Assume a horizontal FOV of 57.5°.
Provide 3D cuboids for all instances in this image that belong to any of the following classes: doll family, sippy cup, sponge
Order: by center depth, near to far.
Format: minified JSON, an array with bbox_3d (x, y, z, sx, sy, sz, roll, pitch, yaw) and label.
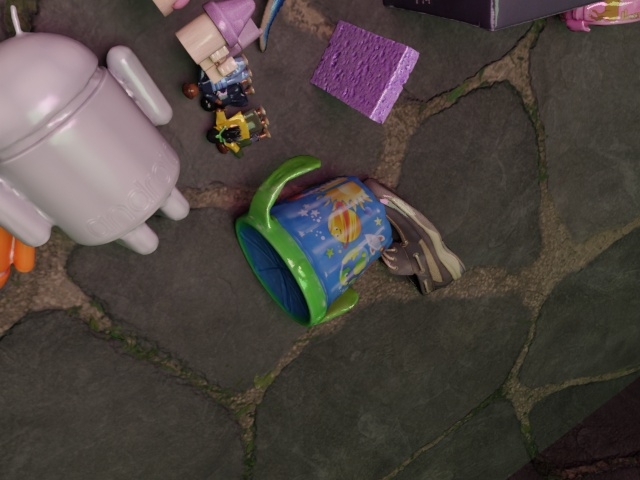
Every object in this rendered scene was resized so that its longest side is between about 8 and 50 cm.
[{"bbox_3d":[0.064,-0.274,0.934,0.031,0.210,0.117,17,108,-36],"label":"sponge"},{"bbox_3d":[-0.153,-0.213,0.946,0.111,0.076,0.192,-24,121,-9],"label":"doll family"},{"bbox_3d":[0.000,0.000,1.064,0.224,0.240,0.305,-35,167,-20],"label":"sippy cup"}]

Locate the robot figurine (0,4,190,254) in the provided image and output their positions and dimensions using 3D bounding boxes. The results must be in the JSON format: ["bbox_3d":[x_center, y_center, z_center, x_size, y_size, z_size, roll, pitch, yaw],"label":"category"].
[{"bbox_3d":[-0.337,-0.133,0.808,0.299,0.200,0.353,-55,132,-22],"label":"robot figurine"}]

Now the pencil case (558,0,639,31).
[{"bbox_3d":[0.533,-0.581,1.044,0.167,0.160,0.385,0,123,10],"label":"pencil case"}]

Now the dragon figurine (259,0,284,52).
[{"bbox_3d":[-0.038,-0.427,0.871,0.144,0.085,0.289,-14,121,-20],"label":"dragon figurine"}]

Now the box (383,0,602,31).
[{"bbox_3d":[0.290,-0.462,0.896,0.297,0.294,0.182,-21,125,-17],"label":"box"}]

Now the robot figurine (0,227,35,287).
[{"bbox_3d":[-0.510,-0.006,0.837,0.158,0.128,0.219,-6,120,-49],"label":"robot figurine"}]

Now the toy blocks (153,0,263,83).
[{"bbox_3d":[-0.114,-0.388,0.699,0.260,0.288,0.309,-36,113,1],"label":"toy blocks"}]

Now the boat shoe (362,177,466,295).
[{"bbox_3d":[0.177,0.013,1.208,0.130,0.132,0.355,-46,127,2],"label":"boat shoe"}]
